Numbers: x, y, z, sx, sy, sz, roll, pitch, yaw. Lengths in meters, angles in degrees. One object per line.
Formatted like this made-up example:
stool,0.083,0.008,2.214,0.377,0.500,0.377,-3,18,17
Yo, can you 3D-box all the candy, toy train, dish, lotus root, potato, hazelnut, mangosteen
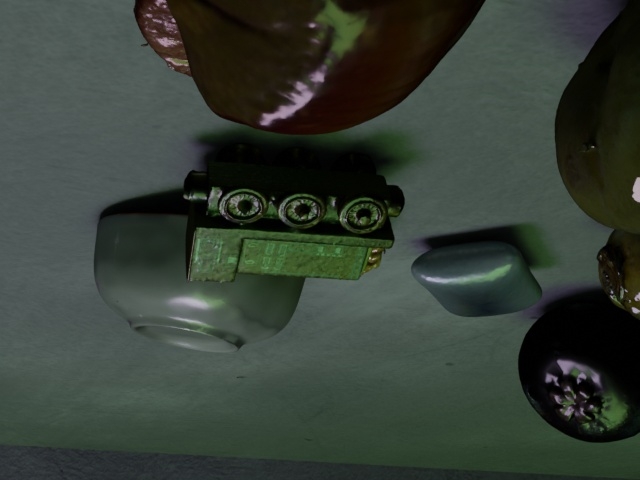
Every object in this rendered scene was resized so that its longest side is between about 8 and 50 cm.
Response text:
candy,0.203,0.050,1.342,0.138,0.071,0.174,-8,157,20
toy train,-0.031,-0.021,1.071,0.226,0.090,0.137,4,131,-12
dish,-0.148,0.061,1.233,0.256,0.117,0.256,9,163,3
lotus root,0.456,0.030,1.210,0.278,0.154,0.154,3,159,-9
potato,0.317,-0.092,0.817,0.218,0.202,0.351,-30,160,32
hazelnut,0.009,-0.169,0.629,0.181,0.181,0.212,25,139,7
mangosteen,0.411,0.187,1.549,0.243,0.243,0.243,-1,159,0

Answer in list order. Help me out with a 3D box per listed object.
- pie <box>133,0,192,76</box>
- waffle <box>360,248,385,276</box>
pie,-0.049,-0.171,0.783,0.182,0.049,0.182,-2,157,-1
waffle,0.001,-0.003,1.224,0.149,0.051,0.194,12,163,-4
